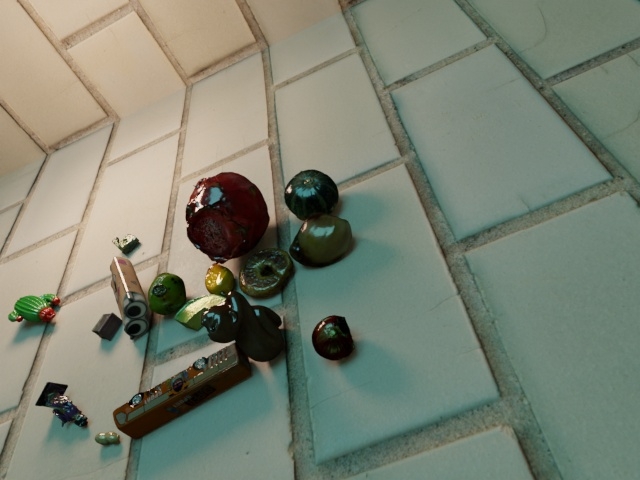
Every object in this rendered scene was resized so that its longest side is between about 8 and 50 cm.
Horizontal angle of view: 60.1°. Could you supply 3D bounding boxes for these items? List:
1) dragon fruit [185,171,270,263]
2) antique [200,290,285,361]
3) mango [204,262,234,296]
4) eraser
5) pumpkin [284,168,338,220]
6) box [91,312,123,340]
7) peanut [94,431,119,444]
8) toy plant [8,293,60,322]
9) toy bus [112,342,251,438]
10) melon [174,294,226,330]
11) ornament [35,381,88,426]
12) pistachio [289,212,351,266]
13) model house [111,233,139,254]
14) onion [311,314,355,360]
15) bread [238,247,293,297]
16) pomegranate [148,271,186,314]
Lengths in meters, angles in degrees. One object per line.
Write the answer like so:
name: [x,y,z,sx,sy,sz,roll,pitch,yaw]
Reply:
dragon fruit: [-0.317,-0.081,1.872,0.296,0.295,0.301,-25,20,8]
antique: [-0.209,0.244,1.510,0.121,0.257,0.143,-36,40,24]
mango: [-0.340,0.132,1.848,0.101,0.066,0.187,-44,35,-3]
eraser: [-0.669,0.191,1.929,0.087,0.171,0.290,-9,31,-27]
pumpkin: [-0.030,-0.153,1.882,0.190,0.146,0.190,-16,41,14]
box: [-0.748,0.300,1.936,0.063,0.060,0.084,-5,46,39]
peanut: [-0.610,0.566,1.587,0.083,0.037,0.037,-14,42,23]
toy plant: [-1.110,0.265,2.179,0.240,0.088,0.154,-7,30,16]
toy bus: [-0.389,0.423,1.554,0.409,0.093,0.092,-30,42,3]
melon: [-0.350,0.234,1.750,0.209,0.064,0.118,6,51,33]
ornament: [-0.793,0.529,1.714,0.203,0.088,0.081,27,86,34]
pistachio: [0.000,0.000,1.730,0.210,0.130,0.165,-28,80,3]
model house: [-0.796,0.005,2.263,0.083,0.066,0.079,-44,43,-17]
onion: [0.031,0.257,1.448,0.119,0.118,0.117,-29,54,3]
bread: [-0.176,0.105,1.776,0.193,0.064,0.193,-13,46,14]
pomegranate: [-0.510,0.181,1.850,0.143,0.122,0.169,-59,18,-17]
